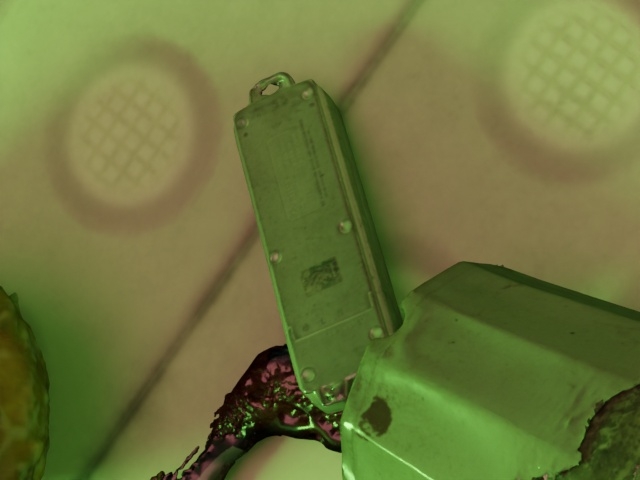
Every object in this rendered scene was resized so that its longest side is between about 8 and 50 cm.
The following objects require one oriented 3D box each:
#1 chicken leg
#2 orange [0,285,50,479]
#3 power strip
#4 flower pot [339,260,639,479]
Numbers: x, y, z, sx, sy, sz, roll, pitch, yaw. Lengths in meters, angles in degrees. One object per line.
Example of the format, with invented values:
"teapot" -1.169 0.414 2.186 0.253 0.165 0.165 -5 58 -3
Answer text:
"chicken leg" -0.020 0.129 1.337 0.253 0.051 0.106 -23 78 22
"orange" -0.350 0.133 1.395 0.368 0.210 0.271 6 83 27
"power strip" -0.001 0.000 1.312 0.078 0.052 0.272 -23 58 12
"flower pot" 0.160 0.145 1.145 0.259 0.290 0.290 25 93 37
